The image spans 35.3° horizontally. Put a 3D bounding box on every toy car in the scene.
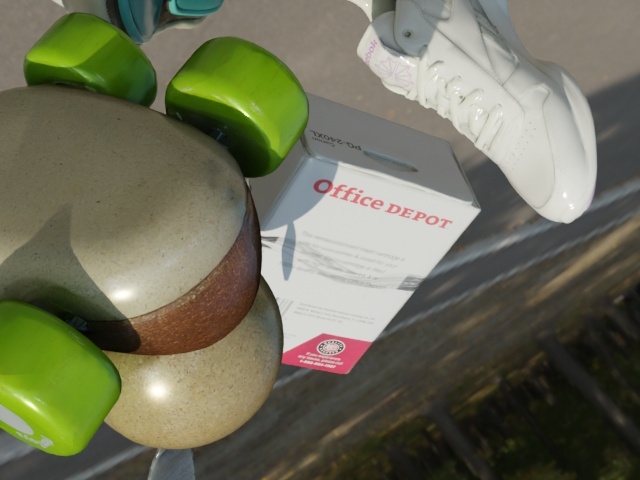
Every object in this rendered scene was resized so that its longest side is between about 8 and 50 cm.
[{"bbox_3d":[-0.074,0.032,0.415,0.155,0.149,0.188,-57,146,-28],"label":"toy car"}]

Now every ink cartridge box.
[{"bbox_3d":[0.000,0.000,0.566,0.109,0.063,0.150,15,129,-27],"label":"ink cartridge box"}]

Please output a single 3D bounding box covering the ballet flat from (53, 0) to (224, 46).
[{"bbox_3d":[-0.113,-0.151,0.561,0.086,0.086,0.248,-37,-176,10],"label":"ballet flat"}]

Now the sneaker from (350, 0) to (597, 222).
[{"bbox_3d":[0.120,-0.132,0.860,0.152,0.305,0.114,-17,153,-20],"label":"sneaker"}]
